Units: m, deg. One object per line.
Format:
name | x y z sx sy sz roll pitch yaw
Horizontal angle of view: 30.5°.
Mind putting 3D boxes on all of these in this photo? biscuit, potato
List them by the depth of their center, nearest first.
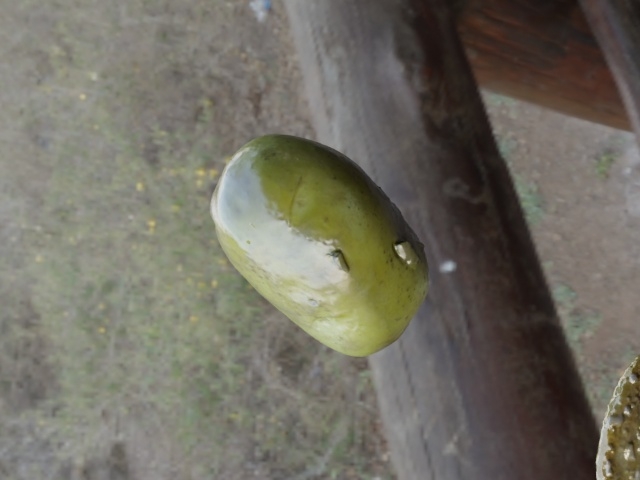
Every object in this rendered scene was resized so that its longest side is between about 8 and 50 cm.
biscuit | 0.334 0.192 1.098 0.033 0.219 0.220 11 93 55
potato | 0.001 0.001 1.103 0.149 0.228 0.197 -53 5 -8
